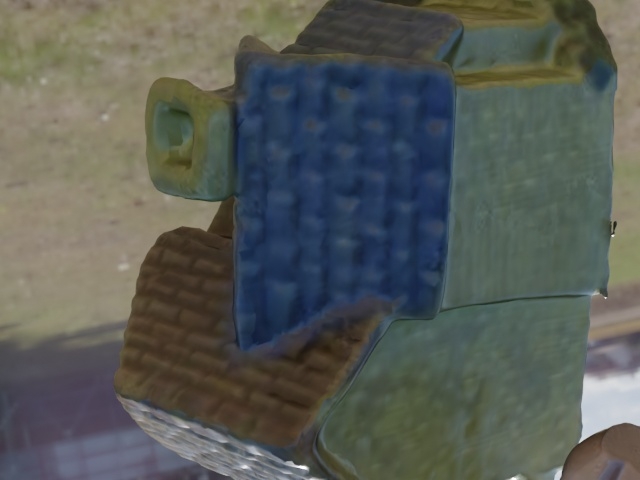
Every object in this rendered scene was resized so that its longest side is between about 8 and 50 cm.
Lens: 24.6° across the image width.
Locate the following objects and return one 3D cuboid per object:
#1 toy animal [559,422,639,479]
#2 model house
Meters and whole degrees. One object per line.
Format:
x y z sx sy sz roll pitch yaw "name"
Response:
0.150 0.203 0.828 0.124 0.124 0.212 -6 137 -40 "toy animal"
0.000 0.000 0.865 0.261 0.321 0.266 14 -162 42 "model house"
